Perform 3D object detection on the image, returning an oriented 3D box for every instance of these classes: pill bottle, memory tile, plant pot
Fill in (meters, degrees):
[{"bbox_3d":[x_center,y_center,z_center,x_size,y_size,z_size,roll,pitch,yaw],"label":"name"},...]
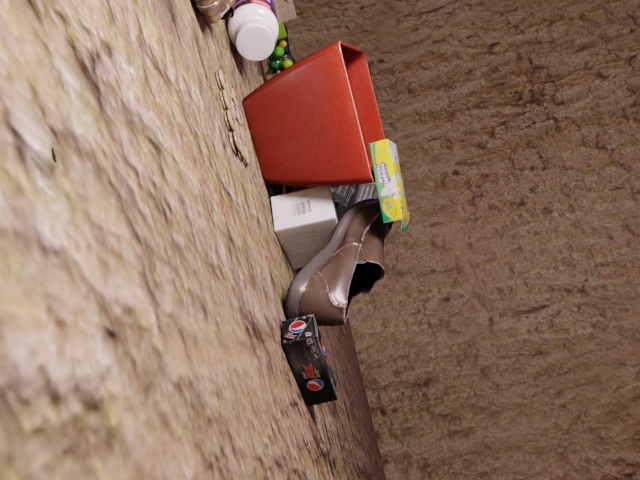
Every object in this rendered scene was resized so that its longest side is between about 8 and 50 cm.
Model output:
[{"bbox_3d":[-0.146,-0.472,1.160,0.108,0.108,0.193,71,6,-49],"label":"pill bottle"},{"bbox_3d":[-0.146,-0.207,0.916,0.113,0.012,0.148,54,23,-79],"label":"memory tile"},{"bbox_3d":[-0.009,-0.245,1.150,0.267,0.236,0.267,-44,121,-69],"label":"plant pot"}]

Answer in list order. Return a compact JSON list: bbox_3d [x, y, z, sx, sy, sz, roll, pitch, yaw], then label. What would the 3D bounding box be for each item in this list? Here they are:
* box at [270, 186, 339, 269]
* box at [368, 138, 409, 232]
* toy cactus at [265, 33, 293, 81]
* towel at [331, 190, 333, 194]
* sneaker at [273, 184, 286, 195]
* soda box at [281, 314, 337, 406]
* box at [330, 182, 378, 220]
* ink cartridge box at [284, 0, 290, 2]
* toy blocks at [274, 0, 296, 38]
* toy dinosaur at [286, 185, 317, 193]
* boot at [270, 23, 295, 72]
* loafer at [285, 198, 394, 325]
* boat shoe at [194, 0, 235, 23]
[{"bbox_3d":[-0.022,-0.026,1.169,0.170,0.130,0.091,71,8,-57],"label":"box"},{"bbox_3d":[0.140,-0.103,1.064,0.105,0.043,0.179,-13,90,-73],"label":"box"},{"bbox_3d":[-0.143,-0.505,1.595,0.180,0.112,0.218,125,-49,-70],"label":"toy cactus"},{"bbox_3d":[0.000,0.000,1.438,0.325,0.038,0.247,-91,-169,-74],"label":"towel"},{"bbox_3d":[-0.097,-0.141,1.241,0.037,0.032,0.083,-79,154,-81],"label":"sneaker"},{"bbox_3d":[-0.017,0.207,0.920,0.053,0.060,0.168,-96,172,-55],"label":"soda box"},{"bbox_3d":[0.062,-0.132,1.587,0.242,0.077,0.307,47,-49,48],"label":"box"},{"bbox_3d":[-0.132,-0.717,1.072,0.285,0.166,0.395,47,0,8],"label":"ink cartridge box"},{"bbox_3d":[-0.192,-0.900,1.804,0.261,0.191,0.381,-118,-172,-54],"label":"toy blocks"},{"bbox_3d":[-0.057,-0.188,1.501,0.322,0.164,0.218,174,-84,-70],"label":"toy dinosaur"},{"bbox_3d":[-0.154,-0.716,2.006,0.246,0.094,0.207,143,-63,-87],"label":"boot"},{"bbox_3d":[0.072,0.051,1.070,0.366,0.130,0.133,-51,151,-40],"label":"loafer"},{"bbox_3d":[-0.175,-0.403,0.898,0.183,0.066,0.066,-79,162,-57],"label":"boat shoe"}]
